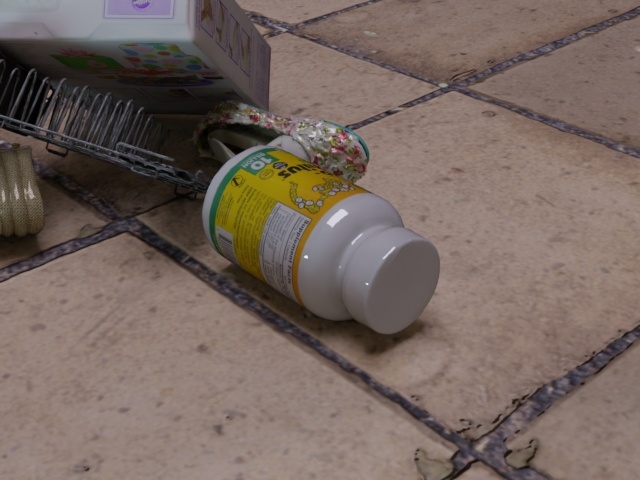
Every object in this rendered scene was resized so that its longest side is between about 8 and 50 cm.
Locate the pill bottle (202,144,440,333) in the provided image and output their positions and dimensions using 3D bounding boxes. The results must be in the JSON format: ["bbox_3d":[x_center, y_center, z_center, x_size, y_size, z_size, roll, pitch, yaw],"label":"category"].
[{"bbox_3d":[0.000,0.000,0.908,0.118,0.117,0.208,-25,38,-34],"label":"pill bottle"}]

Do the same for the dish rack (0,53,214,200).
[{"bbox_3d":[-0.225,-0.112,1.021,0.272,0.074,0.208,19,-1,6],"label":"dish rack"}]

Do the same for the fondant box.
[{"bbox_3d":[-0.204,-0.217,1.136,0.238,0.096,0.330,2,-4,10],"label":"fondant box"}]

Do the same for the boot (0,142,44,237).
[{"bbox_3d":[-0.398,-0.060,1.053,0.204,0.095,0.262,-12,27,-22],"label":"boot"}]

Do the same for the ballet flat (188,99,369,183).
[{"bbox_3d":[-0.052,-0.093,1.110,0.077,0.091,0.241,-34,33,-31],"label":"ballet flat"}]
